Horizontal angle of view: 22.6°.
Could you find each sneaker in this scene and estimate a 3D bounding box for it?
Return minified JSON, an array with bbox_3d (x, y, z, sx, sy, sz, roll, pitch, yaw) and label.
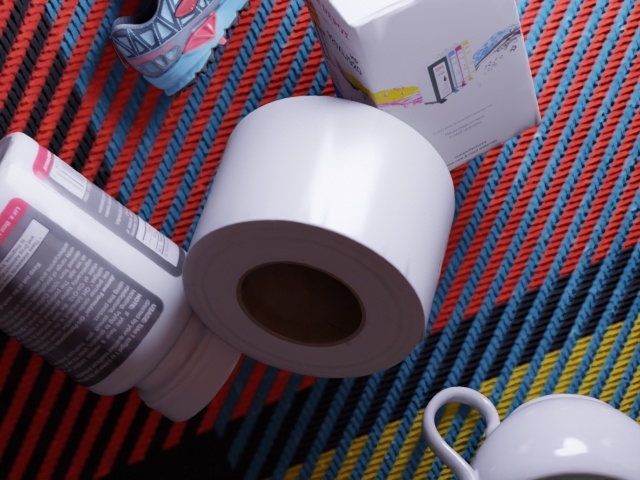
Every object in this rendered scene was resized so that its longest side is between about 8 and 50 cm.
[{"bbox_3d":[-0.121,-0.280,1.633,0.125,0.104,0.262,32,93,-17],"label":"sneaker"}]

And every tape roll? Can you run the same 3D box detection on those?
[{"bbox_3d":[0.000,0.000,1.594,0.246,0.246,0.169,34,49,-19],"label":"tape roll"}]

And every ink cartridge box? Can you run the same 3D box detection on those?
[{"bbox_3d":[0.096,-0.209,1.624,0.168,0.171,0.232,-27,135,-6],"label":"ink cartridge box"}]

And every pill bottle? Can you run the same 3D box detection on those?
[{"bbox_3d":[-0.236,0.048,1.641,0.318,0.176,0.176,38,92,-19],"label":"pill bottle"}]

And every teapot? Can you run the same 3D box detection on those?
[{"bbox_3d":[0.277,0.263,1.829,0.253,0.187,0.256,-19,127,18],"label":"teapot"}]
